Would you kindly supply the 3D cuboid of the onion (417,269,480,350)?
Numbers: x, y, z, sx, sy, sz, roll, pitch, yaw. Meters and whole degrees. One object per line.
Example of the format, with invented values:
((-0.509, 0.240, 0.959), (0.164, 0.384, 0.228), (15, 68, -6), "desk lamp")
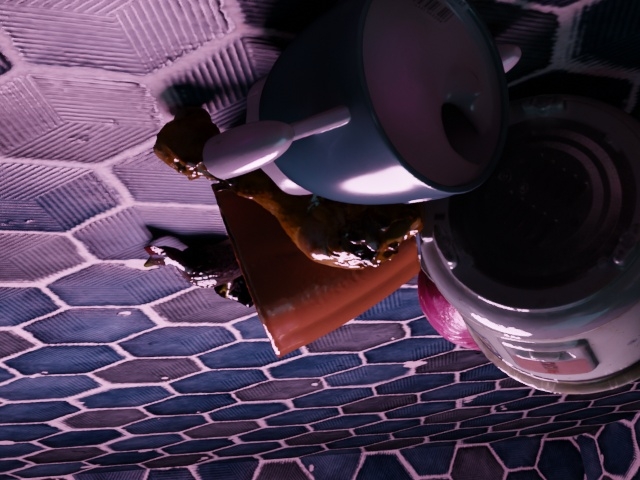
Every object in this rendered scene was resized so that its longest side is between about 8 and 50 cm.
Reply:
((0.215, 0.052, 1.282), (0.201, 0.200, 0.207), (2, -172, -27), "onion")

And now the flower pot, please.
((0.000, 0.000, 1.049), (0.173, 0.190, 0.190), (-22, 160, -4), "flower pot")

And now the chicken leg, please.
((-0.027, -0.048, 0.928), (0.252, 0.107, 0.087), (22, 148, -3), "chicken leg")

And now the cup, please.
((0.031, -0.102, 0.806), (0.300, 0.167, 0.173), (-24, -174, -41), "cup")

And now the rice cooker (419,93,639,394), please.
((0.243, 0.009, 1.044), (0.317, 0.264, 0.316), (4, 160, 1), "rice cooker")

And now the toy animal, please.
((-0.131, 0.027, 1.229), (0.202, 0.070, 0.105), (16, 135, -44), "toy animal")
